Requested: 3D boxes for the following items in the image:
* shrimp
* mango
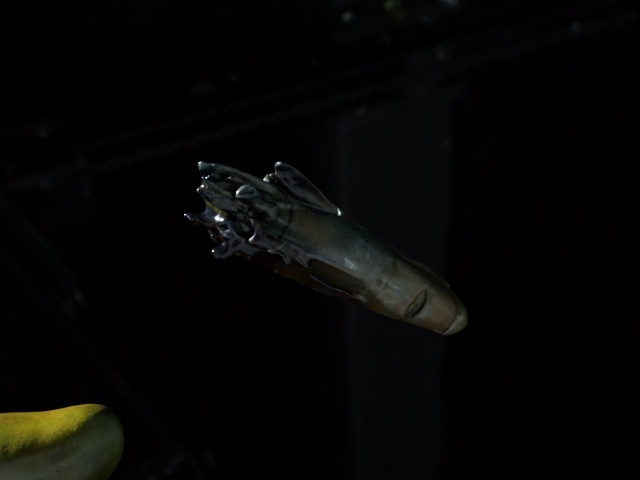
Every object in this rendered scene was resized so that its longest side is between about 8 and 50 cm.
[{"bbox_3d":[0.004,-0.007,1.555,0.289,0.178,0.075,21,-77,-21],"label":"shrimp"},{"bbox_3d":[-0.311,0.220,1.692,0.267,0.111,0.133,-18,-52,9],"label":"mango"}]
